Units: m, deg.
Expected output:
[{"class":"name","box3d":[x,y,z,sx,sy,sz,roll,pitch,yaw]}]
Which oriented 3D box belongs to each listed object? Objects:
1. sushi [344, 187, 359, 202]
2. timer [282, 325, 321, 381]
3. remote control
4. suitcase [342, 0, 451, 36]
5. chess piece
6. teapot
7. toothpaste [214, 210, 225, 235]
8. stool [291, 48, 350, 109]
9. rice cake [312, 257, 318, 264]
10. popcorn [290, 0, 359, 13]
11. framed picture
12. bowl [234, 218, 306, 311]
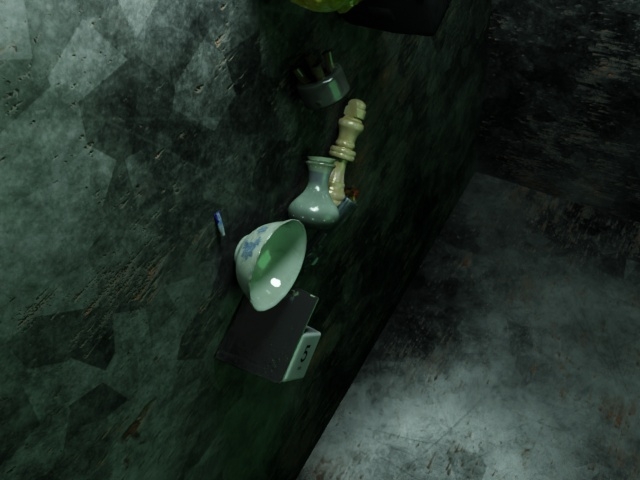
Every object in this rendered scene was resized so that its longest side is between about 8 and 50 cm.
[{"class":"sushi","box3d":[0.083,-0.141,2.262,0.226,0.103,0.097,-40,117,-41]},{"class":"timer","box3d":[-0.142,0.400,2.139,0.194,0.192,0.195,20,92,-66]},{"class":"remote control","box3d":[0.000,0.000,2.104,0.377,0.044,0.107,-51,151,7]},{"class":"suitcase","box3d":[0.193,-0.751,1.654,0.188,0.345,0.339,-67,154,-9]},{"class":"chess piece","box3d":[0.085,-0.325,2.090,0.117,0.117,0.397,-2,111,-64]},{"class":"teapot","box3d":[-0.014,-0.164,1.967,0.183,0.184,0.250,-2,100,-64]},{"class":"toothpaste","box3d":[-0.296,-0.049,1.663,0.024,0.015,0.083,-46,143,-36]},{"class":"stool","box3d":[-0.006,-0.502,1.742,0.153,0.228,0.139,-25,125,4]},{"class":"rice cake","box3d":[-0.072,0.051,2.167,0.045,0.042,0.245,-53,156,1]},{"class":"popcorn","box3d":[0.000,-0.717,1.387,0.312,0.312,0.312,-45,148,-40]},{"class":"framed picture","box3d":[-0.182,0.303,1.973,0.338,0.255,0.014,-65,-162,-5]},{"class":"bowl","box3d":[-0.186,0.056,1.814,0.313,0.146,0.313,-47,150,-38]}]
